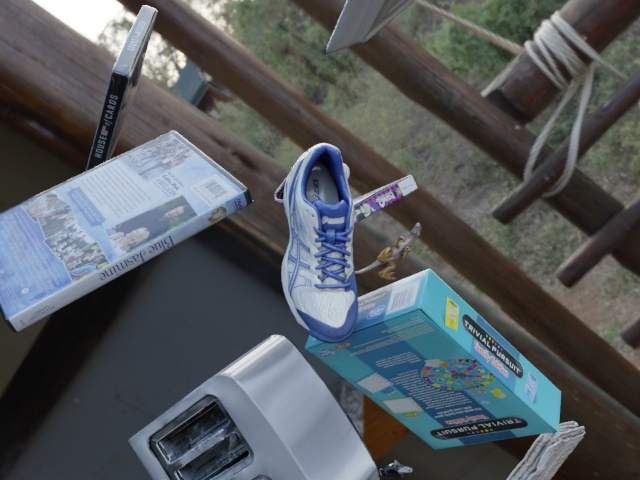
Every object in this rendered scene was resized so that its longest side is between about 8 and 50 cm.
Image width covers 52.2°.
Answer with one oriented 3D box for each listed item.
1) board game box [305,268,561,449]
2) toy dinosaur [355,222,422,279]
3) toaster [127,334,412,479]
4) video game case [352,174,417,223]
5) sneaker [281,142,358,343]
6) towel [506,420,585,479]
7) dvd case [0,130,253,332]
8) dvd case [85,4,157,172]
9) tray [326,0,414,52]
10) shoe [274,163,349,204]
[{"bbox_3d":[0.182,0.209,1.061,0.253,0.336,0.079,-27,30,43],"label":"board game box"},{"bbox_3d":[0.137,0.045,1.393,0.211,0.064,0.112,-33,7,19],"label":"toy dinosaur"},{"bbox_3d":[-0.052,0.192,0.574,0.185,0.168,0.110,-38,-6,25],"label":"toaster"},{"bbox_3d":[0.081,-0.072,1.528,0.210,0.042,0.232,-30,5,-32],"label":"video game case"},{"bbox_3d":[0.000,0.000,0.961,0.131,0.111,0.297,126,136,-68],"label":"sneaker"},{"bbox_3d":[0.493,0.534,1.497,0.049,0.187,0.282,42,111,37],"label":"towel"},{"bbox_3d":[-0.220,-0.024,0.671,0.253,0.022,0.180,-31,43,-21],"label":"dvd case"},{"bbox_3d":[-0.301,-0.232,0.997,0.239,0.029,0.179,-94,27,-50],"label":"dvd case"},{"bbox_3d":[0.119,-0.311,0.725,0.270,0.030,0.145,-44,-2,-22],"label":"tray"},{"bbox_3d":[-0.021,-0.129,1.509,0.178,0.081,0.064,-30,66,21],"label":"shoe"}]
